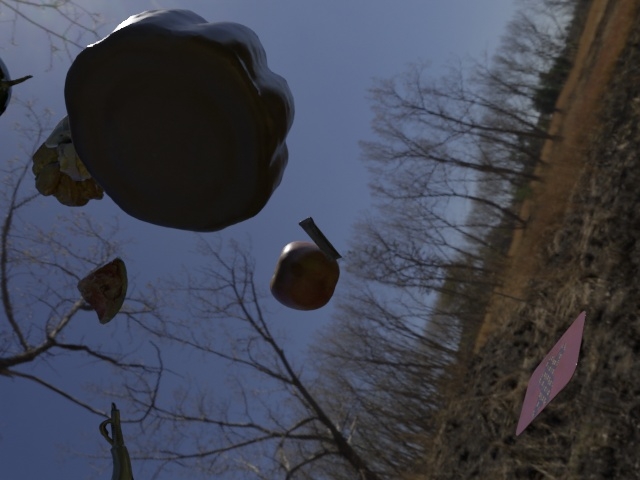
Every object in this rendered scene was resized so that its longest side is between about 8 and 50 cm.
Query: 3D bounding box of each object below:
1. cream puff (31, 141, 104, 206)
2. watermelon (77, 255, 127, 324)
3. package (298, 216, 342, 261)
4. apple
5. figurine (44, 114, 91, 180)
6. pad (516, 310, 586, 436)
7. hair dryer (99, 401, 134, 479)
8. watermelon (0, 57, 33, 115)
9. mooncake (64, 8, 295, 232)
[{"bbox_3d":[-0.764,-0.226,1.537,0.196,0.244,0.244,-55,-15,22],"label":"cream puff"},{"bbox_3d":[-0.562,0.130,1.293,0.139,0.071,0.187,17,-100,-58],"label":"watermelon"},{"bbox_3d":[0.000,0.000,1.011,0.110,0.037,0.015,52,-139,-14],"label":"package"},{"bbox_3d":[-0.040,0.099,1.347,0.188,0.174,0.188,-162,90,-88],"label":"apple"},{"bbox_3d":[-0.561,-0.236,1.216,0.128,0.208,0.183,171,101,-79],"label":"figurine"},{"bbox_3d":[0.456,0.269,0.988,0.181,0.004,0.267,-50,-22,-41],"label":"pad"},{"bbox_3d":[-0.203,0.311,0.599,0.167,0.067,0.199,23,-126,-27],"label":"hair dryer"},{"bbox_3d":[-0.714,-0.313,0.991,0.188,0.215,0.188,9,-90,-88],"label":"watermelon"},{"bbox_3d":[-0.225,-0.204,0.868,0.201,0.378,0.378,-70,-17,-53],"label":"mooncake"}]
